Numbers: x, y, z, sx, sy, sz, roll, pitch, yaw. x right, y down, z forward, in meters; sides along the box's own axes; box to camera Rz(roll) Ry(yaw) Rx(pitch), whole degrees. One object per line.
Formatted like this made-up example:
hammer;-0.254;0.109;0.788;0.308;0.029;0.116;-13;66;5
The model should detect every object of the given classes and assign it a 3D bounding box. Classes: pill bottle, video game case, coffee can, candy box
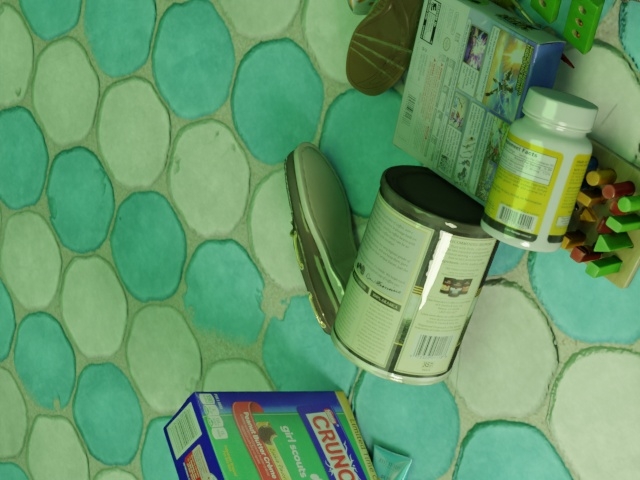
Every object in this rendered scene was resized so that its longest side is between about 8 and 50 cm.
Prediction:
pill bottle;0.305;-0.099;1.850;0.119;0.119;0.208;29;111;37
video game case;0.227;-0.214;1.979;0.244;0.061;0.269;41;130;42
coffee can;0.148;0.051;2.032;0.201;0.201;0.275;35;118;34
candy box;-0.063;0.384;2.168;0.122;0.317;0.268;-47;53;34

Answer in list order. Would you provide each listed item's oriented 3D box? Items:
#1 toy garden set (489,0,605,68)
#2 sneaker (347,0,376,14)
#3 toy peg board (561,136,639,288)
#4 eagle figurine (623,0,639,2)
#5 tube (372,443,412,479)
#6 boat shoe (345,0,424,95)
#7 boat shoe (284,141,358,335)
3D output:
toy garden set;0.305;-0.354;1.888;0.244;0.049;0.204;48;162;22
sneaker;0.072;-0.465;2.124;0.083;0.084;0.214;21;107;53
toy peg board;0.385;-0.037;1.884;0.161;0.079;0.161;39;120;32
eagle figurine;0.389;-0.484;1.748;0.225;0.226;0.298;-21;76;22
tube;0.105;0.450;2.240;0.080;0.052;0.207;15;101;34
boat shoe;0.130;-0.352;2.085;0.104;0.089;0.285;34;124;6
boat shoe;0.000;0.000;2.227;0.097;0.117;0.324;-23;86;39
